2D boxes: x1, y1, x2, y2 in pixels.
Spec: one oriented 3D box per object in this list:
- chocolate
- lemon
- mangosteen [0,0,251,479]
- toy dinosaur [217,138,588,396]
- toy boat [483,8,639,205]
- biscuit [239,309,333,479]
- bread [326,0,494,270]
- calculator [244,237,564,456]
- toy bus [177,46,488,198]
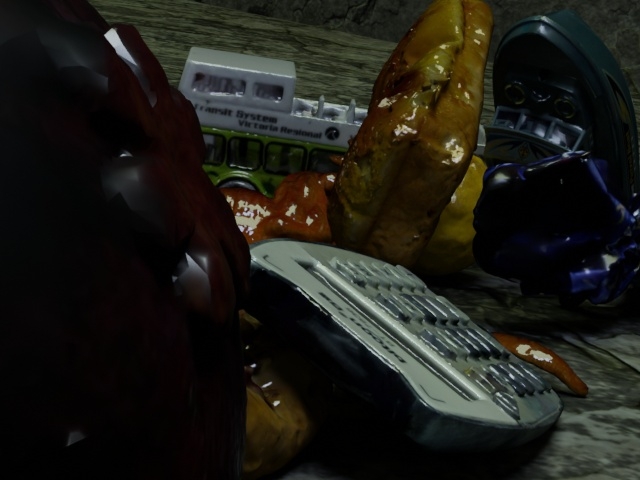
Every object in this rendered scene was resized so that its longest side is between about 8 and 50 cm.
[{"bbox_3d":[0.226,0.001,1.138,0.343,0.148,0.126,2,48,-48],"label":"chocolate"},{"bbox_3d":[0.080,-0.029,1.216,0.155,0.114,0.114,13,14,36],"label":"lemon"},{"bbox_3d":[-0.192,0.046,0.437,0.347,0.306,0.307,-22,12,6],"label":"mangosteen"},{"bbox_3d":[0.000,0.000,1.097,0.432,0.097,0.208,10,23,15],"label":"toy dinosaur"},{"bbox_3d":[0.200,-0.083,1.236,0.114,0.122,0.296,19,-26,27],"label":"toy boat"},{"bbox_3d":[-0.157,0.050,0.826,0.334,0.081,0.289,10,12,10],"label":"biscuit"},{"bbox_3d":[0.071,-0.089,1.064,0.077,0.139,0.271,25,32,-2],"label":"bread"},{"bbox_3d":[0.054,0.057,0.853,0.177,0.040,0.268,39,16,21],"label":"calculator"},{"bbox_3d":[0.008,-0.079,1.320,0.302,0.139,0.113,9,16,-5],"label":"toy bus"}]
